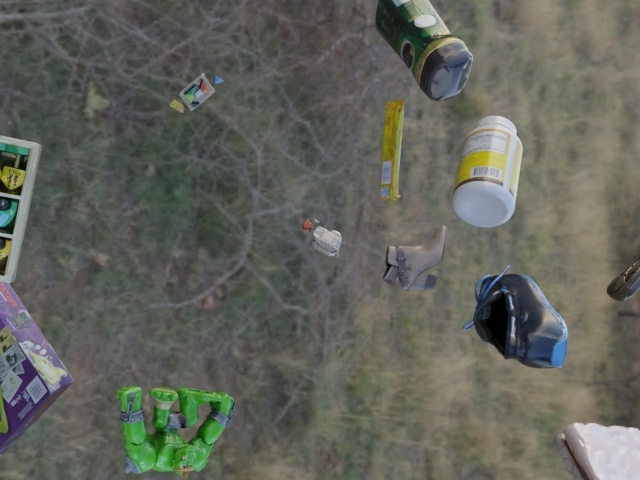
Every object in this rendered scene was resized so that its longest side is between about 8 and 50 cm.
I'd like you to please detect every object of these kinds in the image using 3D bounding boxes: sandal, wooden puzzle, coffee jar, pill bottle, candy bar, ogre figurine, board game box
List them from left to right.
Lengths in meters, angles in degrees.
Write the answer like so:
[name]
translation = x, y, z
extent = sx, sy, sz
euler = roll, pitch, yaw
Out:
[board game box]
translation = -0.494, 0.203, 1.264
extent = 0.208, 0.347, 0.056
euler = 52, 34, 5
[ogre figurine]
translation = -0.205, 0.267, 1.266
extent = 0.197, 0.096, 0.118
euler = 18, 82, -67
[wooden puzzle]
translation = -0.258, -0.308, 1.892
extent = 0.116, 0.014, 0.078
euler = -44, 152, 1
[candy bar]
translation = 0.111, -0.139, 1.398
extent = 0.018, 0.040, 0.162
euler = 5, 88, -43
[coffee jar]
translation = 0.159, -0.305, 1.388
extent = 0.184, 0.079, 0.096
euler = 60, -20, 28
[pill bottle]
translation = 0.322, -0.137, 1.725
extent = 0.117, 0.117, 0.215
euler = 67, 31, -44
[sandal]
translation = 0.515, 0.032, 1.350
extent = 0.219, 0.060, 0.090
euler = -37, 173, -29

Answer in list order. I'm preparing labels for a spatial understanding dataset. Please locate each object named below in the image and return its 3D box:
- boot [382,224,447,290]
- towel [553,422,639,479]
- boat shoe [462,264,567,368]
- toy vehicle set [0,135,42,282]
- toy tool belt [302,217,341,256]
[boot]
translation = 0.146, 0.023, 1.418
extent = 0.042, 0.087, 0.118
euler = 135, -30, -77
[towel]
translation = 0.444, 0.355, 1.009
extent = 0.053, 0.331, 0.317
euler = -58, -147, 34
[boat shoe]
translation = 0.244, 0.092, 1.191
extent = 0.258, 0.089, 0.109
euler = -133, -134, -81
[toy vehicle set]
translation = -0.470, -0.057, 1.031
extent = 0.035, 0.266, 0.166
euler = -167, -92, -82
[toy tool belt]
translation = 0.000, 0.000, 1.698
extent = 0.052, 0.083, 0.051
euler = -54, 166, -28
